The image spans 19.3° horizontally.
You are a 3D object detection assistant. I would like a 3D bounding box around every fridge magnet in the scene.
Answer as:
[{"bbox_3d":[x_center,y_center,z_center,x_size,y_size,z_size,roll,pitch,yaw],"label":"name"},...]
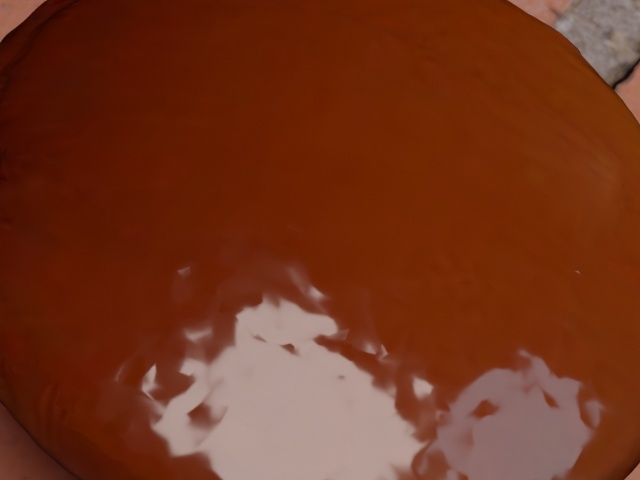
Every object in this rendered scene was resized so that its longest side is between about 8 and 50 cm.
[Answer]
[{"bbox_3d":[0.000,0.000,0.892,0.364,0.155,0.363,8,50,-10],"label":"fridge magnet"}]
